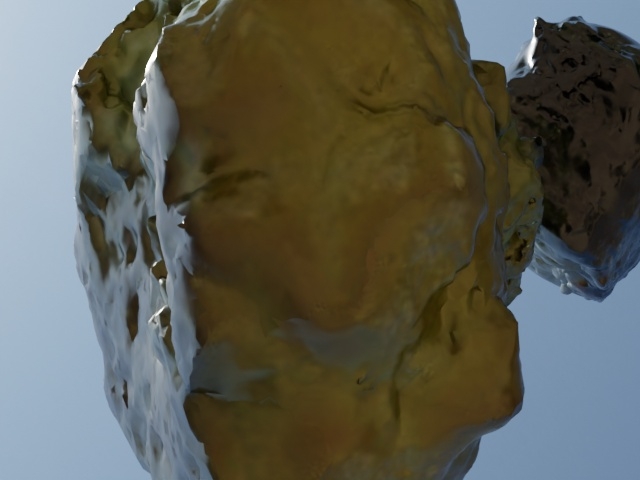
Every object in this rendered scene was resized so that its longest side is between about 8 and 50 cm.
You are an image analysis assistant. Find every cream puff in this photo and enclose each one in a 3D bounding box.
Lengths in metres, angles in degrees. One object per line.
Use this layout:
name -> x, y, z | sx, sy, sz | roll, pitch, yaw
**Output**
cream puff -> 0.000, -0.002, 0.535 | 0.185, 0.282, 0.281 | -7, -121, -19

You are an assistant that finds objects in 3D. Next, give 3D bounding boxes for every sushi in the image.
sushi -> 0.147, -0.046, 0.714 | 0.124, 0.225, 0.127 | 39, -88, 16
